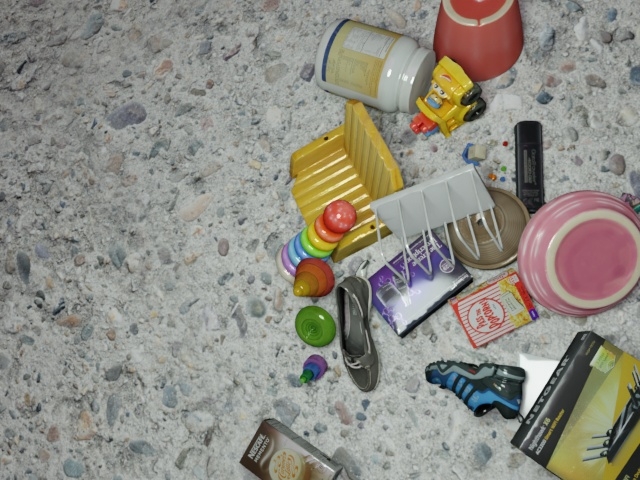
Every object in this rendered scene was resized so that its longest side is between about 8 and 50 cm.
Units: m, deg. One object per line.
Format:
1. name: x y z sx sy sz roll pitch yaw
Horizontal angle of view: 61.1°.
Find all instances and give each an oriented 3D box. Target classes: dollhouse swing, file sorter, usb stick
1. dollhouse swing: 0.053 -0.170 1.556 0.315 0.305 0.347 -28 72 7
2. file sorter: 0.300 -0.030 1.377 0.278 0.193 0.173 -21 55 24
3. usb stick: 0.596 -0.213 1.552 0.077 0.045 0.278 1 77 9

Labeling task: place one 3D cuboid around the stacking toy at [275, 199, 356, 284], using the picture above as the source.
1. stacking toy: 0.000 0.000 1.523 0.330 0.141 0.141 -45 62 48

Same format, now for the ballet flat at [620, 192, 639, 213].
1. ballet flat: 0.760 -0.044 1.457 0.221 0.077 0.079 -43 52 -1

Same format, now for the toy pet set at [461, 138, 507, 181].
1. toy pet set: 0.480 -0.237 1.594 0.114 0.065 0.122 11 81 -18

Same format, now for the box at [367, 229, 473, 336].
1. box: 0.270 0.123 1.533 0.261 0.103 0.184 -40 73 3

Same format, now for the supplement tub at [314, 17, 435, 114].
1. supplement tub: 0.166 -0.523 1.648 0.316 0.228 0.228 24 84 19

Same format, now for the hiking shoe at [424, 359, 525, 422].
1. hiking shoe: 0.371 0.373 1.367 0.304 0.113 0.132 -17 63 58

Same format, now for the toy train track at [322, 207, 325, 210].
1. toy train track: 0.023 -0.064 1.559 0.014 0.083 0.048 -17 47 -33

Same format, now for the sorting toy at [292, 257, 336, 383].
1. sorting toy: -0.037 0.237 1.496 0.127 0.126 0.365 7 109 23

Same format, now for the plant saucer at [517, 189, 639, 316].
1. plant saucer: 0.674 0.041 1.371 0.332 0.084 0.332 0 100 -3

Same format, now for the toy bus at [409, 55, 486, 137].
1. toy bus: 0.349 -0.394 1.578 0.211 0.220 0.149 -38 67 11

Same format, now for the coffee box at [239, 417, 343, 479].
1. coffee box: -0.082 0.624 1.510 0.246 0.098 0.141 28 85 20

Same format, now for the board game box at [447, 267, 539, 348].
1. board game box: 0.463 0.183 1.459 0.193 0.045 0.147 -29 102 8

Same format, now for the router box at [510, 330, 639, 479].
1. router box: 0.607 0.391 1.185 0.243 0.081 0.309 33 84 10

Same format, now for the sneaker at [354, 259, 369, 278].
1. sneaker: 0.121 0.109 1.614 0.044 0.040 0.109 28 90 5

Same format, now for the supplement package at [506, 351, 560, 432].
1. supplement package: 0.586 0.395 1.335 0.203 0.149 0.194 8 79 29

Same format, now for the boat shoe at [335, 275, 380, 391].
1. boat shoe: 0.090 0.265 1.501 0.112 0.095 0.335 -1 97 40

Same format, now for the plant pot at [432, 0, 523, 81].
1. plant pot: 0.461 -0.644 1.588 0.275 0.243 0.275 -4 76 14

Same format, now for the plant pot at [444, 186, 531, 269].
1. plant pot: 0.452 -0.041 1.494 0.237 0.110 0.237 -6 77 25
